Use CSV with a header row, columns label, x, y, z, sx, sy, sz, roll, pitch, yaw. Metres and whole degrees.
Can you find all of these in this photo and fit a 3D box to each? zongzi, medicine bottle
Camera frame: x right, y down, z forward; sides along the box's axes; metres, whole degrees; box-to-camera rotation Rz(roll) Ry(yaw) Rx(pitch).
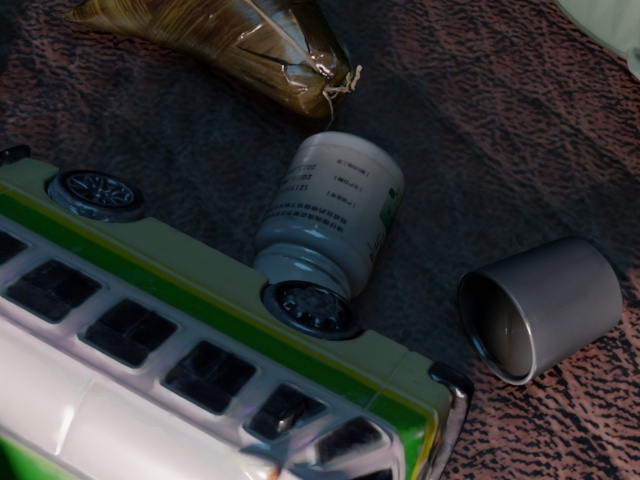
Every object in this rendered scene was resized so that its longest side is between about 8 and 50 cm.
label,x,y,z,sx,sy,sz,roll,pitch,yaw
zongzi,-0.083,-0.141,0.760,0.184,0.084,0.187,-26,66,-1
medicine bottle,0.000,0.000,0.667,0.080,0.080,0.130,18,60,9

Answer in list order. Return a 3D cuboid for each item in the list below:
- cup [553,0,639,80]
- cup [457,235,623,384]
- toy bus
label,x,y,z,sx,sy,sz,roll,pitch,yaw
cup,0.336,-0.296,0.697,0.310,0.392,0.401,-16,65,-6
cup,0.135,0.037,0.661,0.077,0.078,0.100,-23,31,-22
toy bus,-0.093,0.084,0.530,0.305,0.143,0.179,27,23,12
